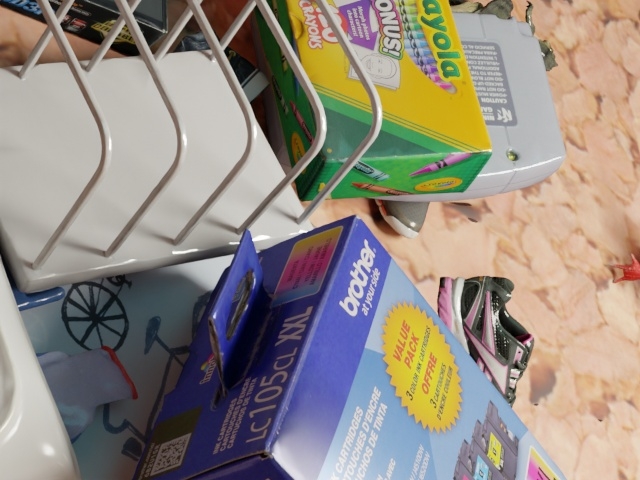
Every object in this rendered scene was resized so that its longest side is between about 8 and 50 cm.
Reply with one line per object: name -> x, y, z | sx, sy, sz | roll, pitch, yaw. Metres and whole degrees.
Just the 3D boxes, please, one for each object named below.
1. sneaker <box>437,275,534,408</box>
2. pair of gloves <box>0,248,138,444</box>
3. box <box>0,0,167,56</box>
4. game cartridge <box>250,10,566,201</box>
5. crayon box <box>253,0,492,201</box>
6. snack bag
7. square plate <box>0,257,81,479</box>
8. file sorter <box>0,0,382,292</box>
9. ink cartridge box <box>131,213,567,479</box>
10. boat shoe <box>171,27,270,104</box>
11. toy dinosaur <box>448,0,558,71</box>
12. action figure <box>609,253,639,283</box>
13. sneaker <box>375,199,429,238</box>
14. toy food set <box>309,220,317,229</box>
sneaker -> 0.163, 0.114, 1.586 | 0.072, 0.077, 0.178 | -63, 140, -65
pair of gloves -> -0.229, 0.070, 1.263 | 0.159, 0.023, 0.198 | -19, 74, -46
box -> -0.237, -0.275, 1.498 | 0.220, 0.051, 0.175 | 19, 54, -35
game cartridge -> 0.085, -0.132, 1.653 | 0.294, 0.060, 0.196 | 1, 58, -19
crayon box -> 0.038, -0.176, 1.581 | 0.165, 0.081, 0.278 | -4, 63, -21
snack bag -> -0.165, 0.089, 1.355 | 0.342, 0.037, 0.323 | 29, 47, -26
square plate -> -0.354, 0.040, 1.142 | 0.344, 0.049, 0.347 | -10, 71, -35
file sorter -> -0.119, -0.104, 1.328 | 0.277, 0.173, 0.193 | -10, 64, -40
ink cartridge box -> 0.018, 0.173, 1.336 | 0.395, 0.151, 0.270 | 49, 37, -24
boat shoe -> -0.120, -0.120, 1.515 | 0.083, 0.065, 0.183 | 43, 40, -3
toy dinosaur -> 0.171, -0.254, 1.882 | 0.268, 0.064, 0.118 | 7, 68, -38
action figure -> 0.411, 0.100, 1.885 | 0.091, 0.139, 0.280 | -18, 101, -51
sneaker -> 0.095, -0.075, 1.688 | 0.061, 0.065, 0.158 | 31, 47, -29
toy food set -> 0.000, 0.000, 1.555 | 0.082, 0.020, 0.083 | 33, 9, -46
